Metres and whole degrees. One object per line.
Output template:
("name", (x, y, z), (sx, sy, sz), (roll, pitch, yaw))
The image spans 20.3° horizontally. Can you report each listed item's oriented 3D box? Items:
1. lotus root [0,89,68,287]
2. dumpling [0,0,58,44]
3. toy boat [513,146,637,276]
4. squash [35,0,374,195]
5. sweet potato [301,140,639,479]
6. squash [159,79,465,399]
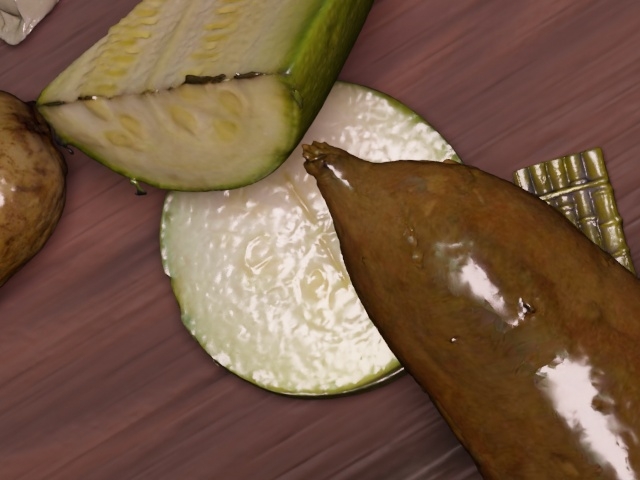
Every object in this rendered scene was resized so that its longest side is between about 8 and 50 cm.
("lotus root", (-0.288, -0.003, 1.211), (0.260, 0.128, 0.145), (-33, 61, -1))
("dumpling", (-0.213, -0.182, 1.275), (0.052, 0.057, 0.076), (-19, 104, -27))
("toy boat", (0.169, 0.000, 1.168), (0.063, 0.016, 0.115), (-16, 77, 8))
("squash", (-0.034, -0.164, 1.169), (0.203, 0.111, 0.289), (-5, 48, 29))
("sweet potato", (0.134, 0.065, 1.089), (0.158, 0.158, 0.370), (-40, 83, 3))
("squash", (0.001, 0.000, 1.198), (0.219, 0.041, 0.219), (-1, 84, 9))
